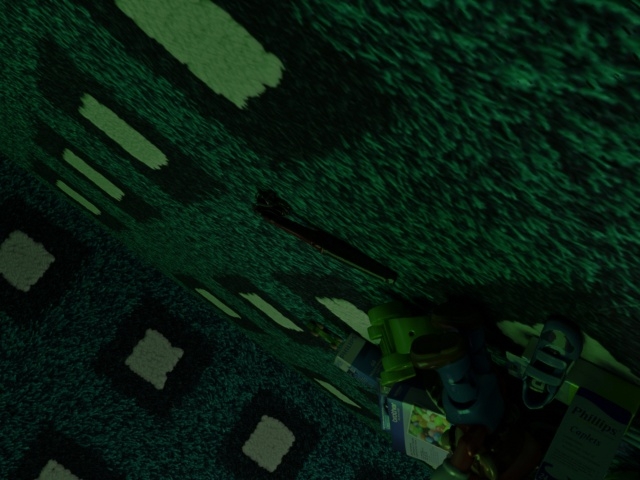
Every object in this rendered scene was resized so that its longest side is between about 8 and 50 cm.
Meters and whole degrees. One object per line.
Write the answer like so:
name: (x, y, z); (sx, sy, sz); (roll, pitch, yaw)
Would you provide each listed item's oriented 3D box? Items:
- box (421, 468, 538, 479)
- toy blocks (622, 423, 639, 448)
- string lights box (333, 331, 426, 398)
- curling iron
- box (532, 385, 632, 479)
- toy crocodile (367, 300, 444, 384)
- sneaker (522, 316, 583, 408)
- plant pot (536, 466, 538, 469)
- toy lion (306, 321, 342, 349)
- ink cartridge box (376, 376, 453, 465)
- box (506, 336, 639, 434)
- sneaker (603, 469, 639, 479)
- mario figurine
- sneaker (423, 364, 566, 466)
box: (0.337, 0.489, 1.086); (0.279, 0.177, 0.290); (-1, 177, -12)
toy blocks: (0.496, 0.307, 0.968); (0.148, 0.054, 0.123); (21, 159, 41)
string lights box: (0.161, 0.337, 1.711); (0.260, 0.077, 0.133); (33, 164, 7)
curling iron: (0.000, 0.000, 1.120); (0.274, 0.035, 0.068); (32, 165, 10)
box: (0.335, 0.278, 0.902); (0.072, 0.137, 0.126); (26, 162, 22)
toy crocodile: (0.149, 0.184, 1.255); (0.340, 0.105, 0.115); (82, 173, -70)
sneaker: (0.292, 0.160, 0.883); (0.053, 0.059, 0.144); (27, 135, 31)
plant pot: (0.415, 0.425, 1.408); (0.109, 0.096, 0.109); (41, 164, -23)
toy lion: (0.006, 0.254, 1.882); (0.100, 0.034, 0.096); (35, 172, -2)
ink cartridge box: (0.262, 0.432, 1.580); (0.311, 0.065, 0.186); (14, 129, 30)
box: (0.351, 0.198, 0.967); (0.178, 0.042, 0.109); (27, 162, 28)
sneaker: (0.560, 0.520, 1.190); (0.185, 0.202, 0.483); (30, 164, 19)
mario figurine: (0.210, 0.260, 1.058); (0.320, 0.198, 0.170); (67, 167, -21)
sneaker: (0.327, 0.318, 1.216); (0.330, 0.130, 0.147); (30, 161, 16)
